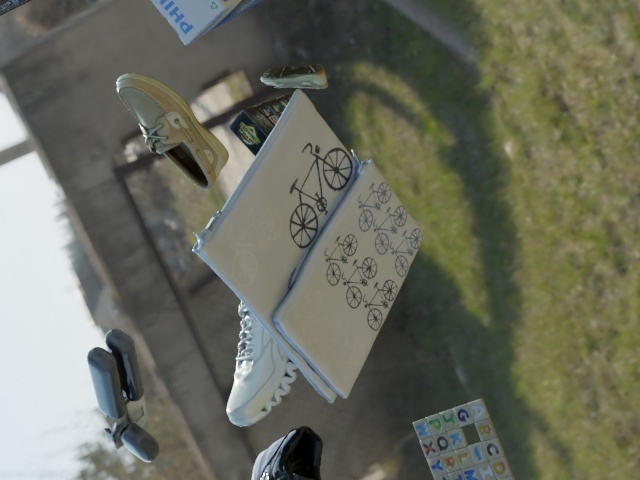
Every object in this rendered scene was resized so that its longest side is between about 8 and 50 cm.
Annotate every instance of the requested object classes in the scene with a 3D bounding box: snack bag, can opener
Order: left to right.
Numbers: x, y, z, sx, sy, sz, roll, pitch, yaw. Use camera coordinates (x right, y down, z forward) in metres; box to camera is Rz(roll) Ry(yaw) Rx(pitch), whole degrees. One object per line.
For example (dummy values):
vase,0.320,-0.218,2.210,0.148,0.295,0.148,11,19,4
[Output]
can opener,-0.278,0.240,1.809,0.095,0.076,0.283,33,151,19
snack bag,0.000,0.000,1.706,0.037,0.323,0.342,-5,135,43

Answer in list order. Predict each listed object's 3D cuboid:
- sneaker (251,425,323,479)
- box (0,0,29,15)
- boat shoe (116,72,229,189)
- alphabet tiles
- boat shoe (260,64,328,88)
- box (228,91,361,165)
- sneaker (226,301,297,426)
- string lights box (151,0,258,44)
sneaker,-0.054,0.396,1.760,0.124,0.107,0.283,-52,25,44
box,-0.363,-0.324,1.401,0.060,0.270,0.216,62,175,0
boat shoe,-0.319,-0.229,2.574,0.109,0.098,0.302,-15,131,42
alphabet tiles,0.293,0.449,2.422,0.198,0.009,0.237,-29,79,44
boat shoe,-0.057,-0.342,2.600,0.056,0.153,0.048,-62,-40,-44
box,-0.032,-0.154,2.139,0.220,0.051,0.175,47,-147,8
sneaker,-0.082,0.135,1.820,0.118,0.292,0.110,37,153,-30
string lights box,-0.111,-0.333,1.413,0.133,0.077,0.259,51,-144,-5
